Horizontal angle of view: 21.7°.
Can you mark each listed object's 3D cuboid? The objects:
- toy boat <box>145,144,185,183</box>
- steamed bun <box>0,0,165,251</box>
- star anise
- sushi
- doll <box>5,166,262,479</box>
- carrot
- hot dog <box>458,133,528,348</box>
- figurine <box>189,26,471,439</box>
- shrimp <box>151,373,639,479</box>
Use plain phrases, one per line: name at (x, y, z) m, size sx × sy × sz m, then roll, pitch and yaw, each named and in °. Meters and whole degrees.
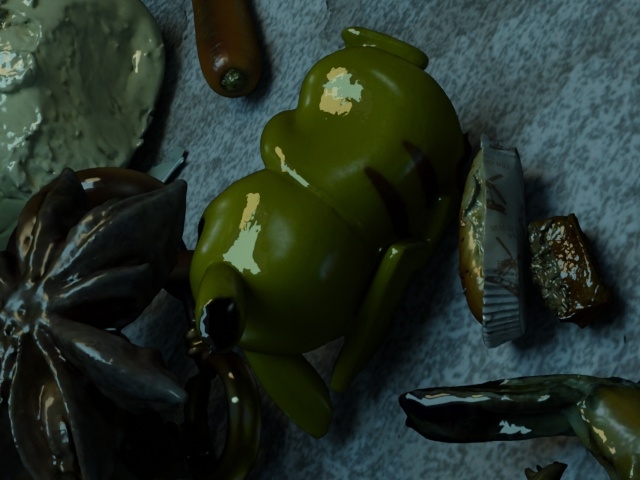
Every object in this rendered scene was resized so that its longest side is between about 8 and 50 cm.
toy boat at (-0.206, -0.043, 1.803) m, size 0.105 × 0.034 × 0.149 m, roll 11°, pitch 76°, yaw 54°
steamed bun at (-0.351, -0.158, 1.875) m, size 0.312 × 0.233 × 0.333 m, roll -27°, pitch 40°, yaw 41°
star anise at (-0.207, 0.072, 1.364) m, size 0.315 × 0.108 × 0.315 m, roll -15°, pitch 56°, yaw 23°
sushi at (0.185, 0.023, 1.262) m, size 0.055 × 0.052 × 0.120 m, roll -30°, pitch 46°, yaw 15°
doll at (-0.204, 0.104, 1.557) m, size 0.318 × 0.209 × 0.339 m, roll -28°, pitch 50°, yaw 35°
carrot at (-0.102, -0.228, 1.772) m, size 0.067 × 0.067 × 0.225 m, roll -42°, pitch 38°, yaw 25°
hot dog at (0.135, -0.002, 1.307) m, size 0.053 × 0.099 × 0.192 m, roll -4°, pitch 54°, yaw 8°
figurine at (0.004, -0.006, 1.381) m, size 0.169 × 0.218 × 0.326 m, roll 27°, pitch 68°, yaw 35°
shrimp at (0.085, 0.177, 1.135) m, size 0.445 × 0.085 × 0.272 m, roll 4°, pitch 44°, yaw 28°
